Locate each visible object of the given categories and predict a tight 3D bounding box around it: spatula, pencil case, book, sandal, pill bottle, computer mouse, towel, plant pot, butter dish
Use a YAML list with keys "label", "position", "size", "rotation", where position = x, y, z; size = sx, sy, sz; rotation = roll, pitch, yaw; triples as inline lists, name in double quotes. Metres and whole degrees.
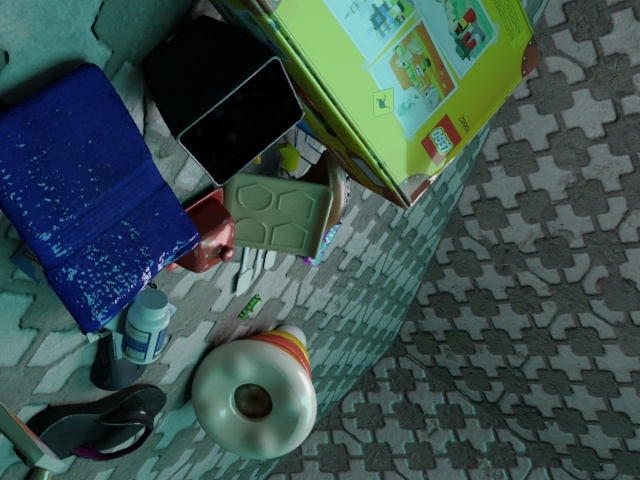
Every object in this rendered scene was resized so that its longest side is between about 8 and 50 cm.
- label: "spatula"
  position: [-0.151, 0.024, 1.775]
  size: [0.168, 0.019, 0.242]
  rotation: [-37, 154, -40]
- label: "pencil case"
  position: [0.000, 0.000, 2.022]
  size: [0.152, 0.064, 0.070]
  rotation: [-60, 176, 13]
- label: "book"
  position: [-0.523, 0.350, 1.244]
  size: [0.035, 0.144, 0.096]
  rotation: [-48, 159, -19]
- label: "sandal"
  position: [-0.473, 0.429, 1.549]
  size: [0.168, 0.107, 0.446]
  rotation: [-58, 161, 10]
- label: "pill bottle"
  position: [-0.279, 0.136, 1.124]
  size: [0.067, 0.067, 0.120]
  rotation: [-31, 151, -49]
- label: "computer mouse"
  position: [-0.401, 0.225, 1.438]
  size: [0.188, 0.072, 0.272]
  rotation: [-36, 153, -45]
- label: "towel"
  position: [-0.320, -0.059, 0.958]
  size: [0.227, 0.076, 0.308]
  rotation: [-45, 122, -36]
- label: "plant pot"
  position: [-0.161, -0.228, 1.083]
  size: [0.187, 0.167, 0.188]
  rotation: [-40, 158, -3]
- label: "butter dish"
  position: [-0.224, 0.002, 1.417]
  size: [0.160, 0.118, 0.160]
  rotation: [-40, 157, -37]

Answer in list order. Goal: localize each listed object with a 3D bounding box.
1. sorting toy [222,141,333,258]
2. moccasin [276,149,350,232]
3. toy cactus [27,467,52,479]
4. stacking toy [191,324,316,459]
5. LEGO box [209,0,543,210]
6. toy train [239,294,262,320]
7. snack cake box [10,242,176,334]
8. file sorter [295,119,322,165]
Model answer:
- label: "sorting toy"
  position: [-0.092, -0.091, 1.457]
  size: [0.041, 0.229, 0.307]
  rotation: [-82, -175, -45]
- label: "moccasin"
  position: [-0.035, -0.091, 1.585]
  size: [0.147, 0.139, 0.380]
  rotation: [2, 161, -19]
- label: "toy cactus"
  position: [-0.609, 0.563, 1.487]
  size: [0.219, 0.112, 0.180]
  rotation: [6, 108, -59]
- label: "stacking toy"
  position: [-0.146, 0.384, 2.075]
  size: [0.351, 0.350, 0.480]
  rotation: [-62, 177, 18]
- label: "LEGO box"
  position: [0.097, -0.355, 1.114]
  size: [0.372, 0.193, 0.500]
  rotation: [-47, 131, -6]
- label: "toy train"
  position: [-0.192, 0.185, 1.936]
  size: [0.083, 0.023, 0.017]
  rotation: [-50, 160, -12]
- label: "snack cake box"
  position: [-0.363, 0.077, 1.161]
  size: [0.089, 0.152, 0.264]
  rotation: [-52, 160, -8]
- label: "file sorter"
  position: [0.036, -0.251, 1.621]
  size: [0.170, 0.118, 0.104]
  rotation: [-44, 162, -30]
